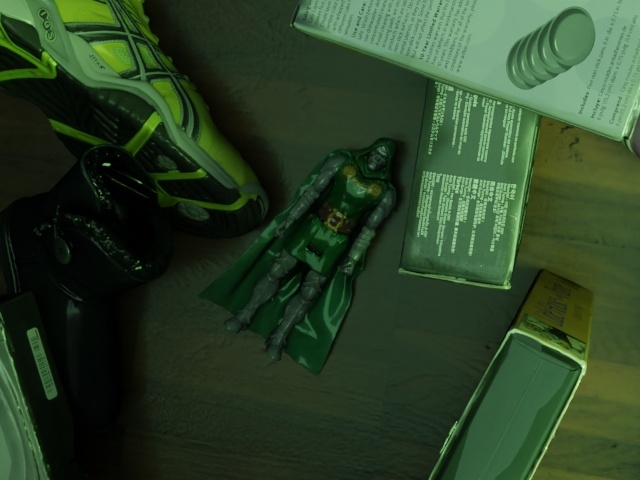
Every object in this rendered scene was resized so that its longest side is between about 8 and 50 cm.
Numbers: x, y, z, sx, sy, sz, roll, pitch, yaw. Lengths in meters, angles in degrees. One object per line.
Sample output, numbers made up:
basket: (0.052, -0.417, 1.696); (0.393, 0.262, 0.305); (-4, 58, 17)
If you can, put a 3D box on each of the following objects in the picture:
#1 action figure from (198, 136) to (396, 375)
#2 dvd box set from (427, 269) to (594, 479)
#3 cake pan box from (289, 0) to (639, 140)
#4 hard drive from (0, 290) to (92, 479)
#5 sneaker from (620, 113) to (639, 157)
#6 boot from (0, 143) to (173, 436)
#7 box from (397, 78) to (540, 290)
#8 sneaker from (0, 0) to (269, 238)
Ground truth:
action figure: (0.000, 0.000, 1.369); (0.137, 0.063, 0.232); (33, 103, -3)
dvd box set: (0.123, 0.186, 1.177); (0.062, 0.420, 0.307); (27, 99, 8)
cake pan box: (0.135, -0.229, 1.002); (0.246, 0.070, 0.266); (18, 97, 5)
hard drive: (-0.385, 0.189, 1.400); (0.339, 0.064, 0.236); (-10, 99, 29)
sneaker: (0.361, -0.164, 1.213); (0.161, 0.102, 0.282); (49, 132, 46)
boot: (-0.206, 0.051, 1.347); (0.207, 0.094, 0.246); (-21, 84, 53)
box: (0.145, -0.173, 1.199); (0.097, 0.318, 0.394); (9, 95, 9)
sneaker: (-0.184, -0.157, 1.352); (0.385, 0.145, 0.147); (43, 56, -11)
